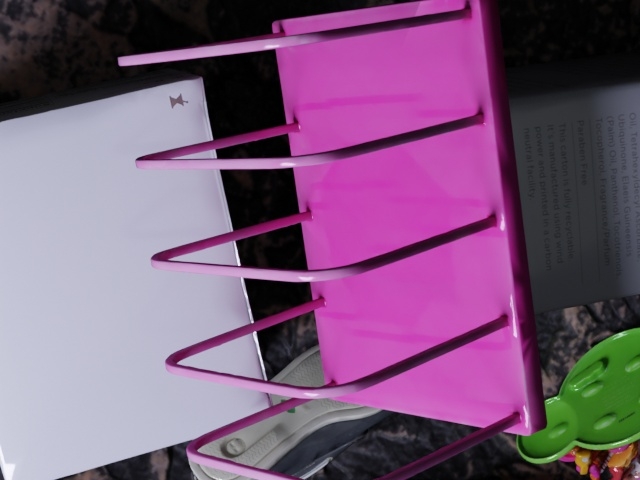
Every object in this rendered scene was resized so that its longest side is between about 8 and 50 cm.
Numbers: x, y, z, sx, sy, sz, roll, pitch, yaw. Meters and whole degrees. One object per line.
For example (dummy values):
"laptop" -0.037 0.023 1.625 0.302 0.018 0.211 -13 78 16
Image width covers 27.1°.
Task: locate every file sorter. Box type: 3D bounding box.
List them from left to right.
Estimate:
"file sorter" 0.000 0.000 0.874 0.182 0.202 0.291 -17 103 -41

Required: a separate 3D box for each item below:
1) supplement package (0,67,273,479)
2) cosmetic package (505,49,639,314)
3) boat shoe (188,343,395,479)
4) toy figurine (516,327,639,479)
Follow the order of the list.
"supplement package" -0.171 0.021 0.997 0.204 0.145 0.262 -14 102 -14
"cosmetic package" 0.275 -0.067 1.068 0.453 0.230 0.162 -10 102 -14
"boat shoe" -0.003 0.148 1.116 0.233 0.084 0.079 -29 144 -17
"toy figurine" 0.289 0.188 1.187 0.173 0.130 0.159 -35 118 15
